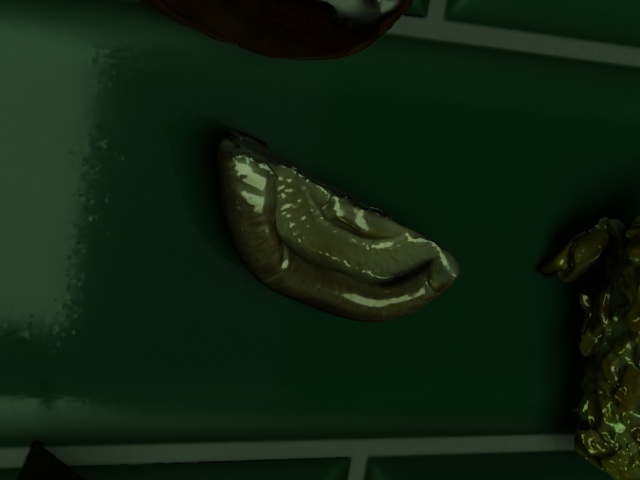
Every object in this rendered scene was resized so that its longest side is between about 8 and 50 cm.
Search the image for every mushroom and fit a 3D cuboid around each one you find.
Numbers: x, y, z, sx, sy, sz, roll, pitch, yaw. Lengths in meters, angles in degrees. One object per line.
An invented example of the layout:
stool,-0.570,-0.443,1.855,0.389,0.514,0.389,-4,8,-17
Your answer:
mushroom,-0.002,-0.001,0.981,0.210,0.072,0.094,24,91,-27

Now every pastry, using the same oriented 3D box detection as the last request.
pastry,0.267,0.076,1.108,0.102,0.154,0.250,-18,115,-42

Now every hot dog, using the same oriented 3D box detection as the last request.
hot dog,-0.042,-0.207,0.885,0.227,0.099,0.160,26,92,-29

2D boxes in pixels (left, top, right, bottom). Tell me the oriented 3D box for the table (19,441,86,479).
table,-0.261,0.274,0.826,0.250,0.196,0.282,20,94,-47
